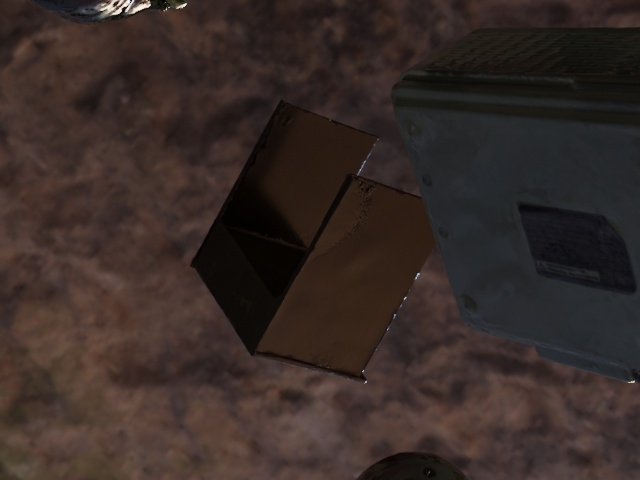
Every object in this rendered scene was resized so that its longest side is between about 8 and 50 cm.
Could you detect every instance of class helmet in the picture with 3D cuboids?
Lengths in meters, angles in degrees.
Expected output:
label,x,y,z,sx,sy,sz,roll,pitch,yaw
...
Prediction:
label,x,y,z,sx,sy,sz,roll,pitch,yaw
helmet,0.087,0.280,1.430,0.153,0.107,0.177,23,-43,-36

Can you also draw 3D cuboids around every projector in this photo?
label,x,y,z,sx,sy,sz,roll,pitch,yaw
projector,0.164,-0.017,0.787,0.257,0.099,0.192,12,-51,53

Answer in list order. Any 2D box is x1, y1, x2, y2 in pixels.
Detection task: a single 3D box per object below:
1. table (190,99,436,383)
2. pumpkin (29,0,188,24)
label,x,y,z,sx,sy,sz,roll,pitch,yaw
table,0.000,0.000,1.895,0.196,0.282,0.250,18,19,-34
pumpkin,-0.134,-0.232,0.953,0.194,0.194,0.150,5,-62,58
